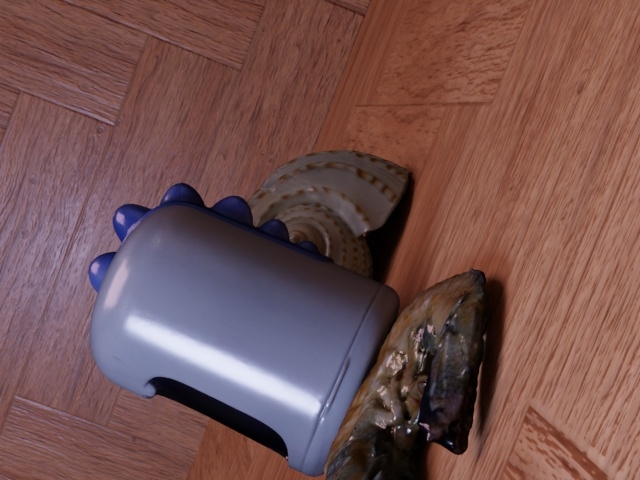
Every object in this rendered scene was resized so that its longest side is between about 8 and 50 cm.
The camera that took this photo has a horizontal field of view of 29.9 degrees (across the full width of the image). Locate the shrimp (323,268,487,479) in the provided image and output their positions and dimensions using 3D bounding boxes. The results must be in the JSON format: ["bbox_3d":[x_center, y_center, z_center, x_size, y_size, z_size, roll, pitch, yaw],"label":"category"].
[{"bbox_3d":[0.078,0.189,1.066,0.272,0.085,0.445,-58,8,33],"label":"shrimp"}]

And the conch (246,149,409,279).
[{"bbox_3d":[-0.013,-0.009,1.732,0.303,0.215,0.319,-59,8,-4],"label":"conch"}]

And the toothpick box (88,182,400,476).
[{"bbox_3d":[-0.104,0.087,1.390,0.263,0.354,0.263,23,-90,-83],"label":"toothpick box"}]
